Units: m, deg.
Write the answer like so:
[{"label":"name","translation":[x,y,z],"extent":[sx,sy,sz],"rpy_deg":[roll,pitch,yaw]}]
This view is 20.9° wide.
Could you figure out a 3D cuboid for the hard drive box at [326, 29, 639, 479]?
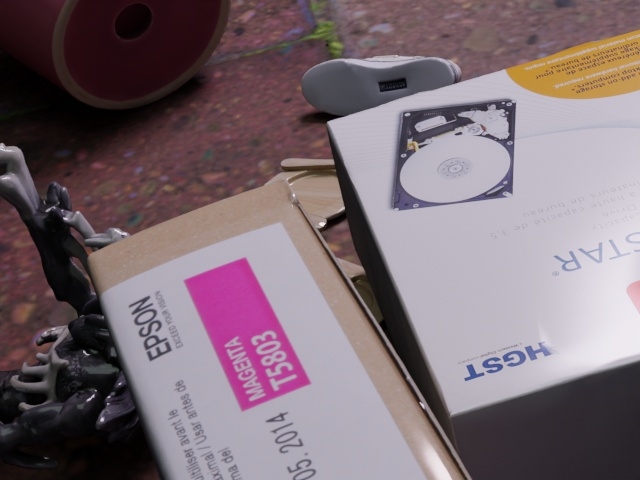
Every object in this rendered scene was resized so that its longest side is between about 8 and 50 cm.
[{"label":"hard drive box","translation":[0.119,0.013,0.799],"extent":[0.181,0.089,0.232],"rpy_deg":[-17,37,-4]}]

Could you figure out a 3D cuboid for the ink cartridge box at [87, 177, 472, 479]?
[{"label":"ink cartridge box","translation":[0.002,0.120,0.608],"extent":[0.088,0.193,0.235],"rpy_deg":[-20,33,-7]}]

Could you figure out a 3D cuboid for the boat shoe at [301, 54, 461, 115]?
[{"label":"boat shoe","translation":[0.039,-0.098,1.066],"extent":[0.100,0.035,0.035],"rpy_deg":[-6,7,21]}]

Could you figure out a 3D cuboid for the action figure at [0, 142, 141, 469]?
[{"label":"action figure","translation":[-0.167,0.041,0.848],"extent":[0.275,0.141,0.164],"rpy_deg":[-11,22,10]}]

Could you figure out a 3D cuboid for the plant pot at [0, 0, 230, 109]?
[{"label":"plant pot","translation":[-0.158,-0.187,1.150],"extent":[0.201,0.201,0.180],"rpy_deg":[-28,51,-18]}]

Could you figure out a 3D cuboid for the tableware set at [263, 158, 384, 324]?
[{"label":"tableware set","translation":[0.000,0.000,0.944],"extent":[0.141,0.020,0.169],"rpy_deg":[11,41,34]}]
